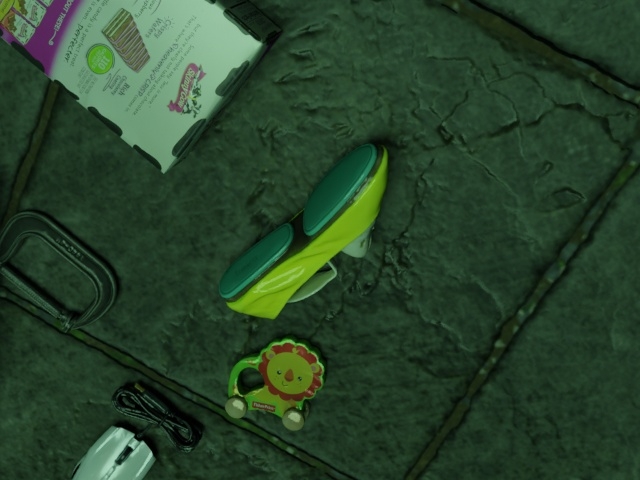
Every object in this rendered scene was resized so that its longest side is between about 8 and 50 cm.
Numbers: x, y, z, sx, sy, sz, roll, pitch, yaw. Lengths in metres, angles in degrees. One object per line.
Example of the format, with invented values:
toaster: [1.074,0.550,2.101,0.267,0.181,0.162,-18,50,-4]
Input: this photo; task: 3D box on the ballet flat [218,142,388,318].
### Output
ballet flat: [0.000,0.000,0.862,0.077,0.077,0.231,34,121,-25]

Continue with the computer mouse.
computer mouse: [-0.223,0.247,1.030,0.106,0.042,0.193,37,116,-4]

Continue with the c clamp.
c clamp: [-0.297,0.041,0.977,0.161,0.022,0.137,35,111,0]

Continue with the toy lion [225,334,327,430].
toy lion: [-0.045,0.142,0.950,0.100,0.034,0.096,9,107,11]

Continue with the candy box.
candy box: [-0.174,-0.197,0.816,0.233,0.071,0.159,41,115,-4]
